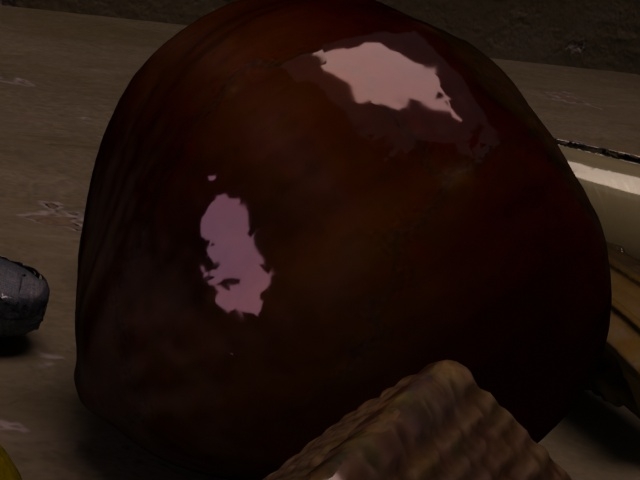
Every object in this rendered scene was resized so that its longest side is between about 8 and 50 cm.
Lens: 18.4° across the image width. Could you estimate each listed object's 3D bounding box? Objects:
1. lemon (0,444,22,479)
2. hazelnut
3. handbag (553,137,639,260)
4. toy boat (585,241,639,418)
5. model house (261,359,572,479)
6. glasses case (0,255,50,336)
[{"bbox_3d":[-0.229,0.145,0.861,0.248,0.184,0.184,6,13,9],"label":"lemon"},{"bbox_3d":[0.000,0.000,1.338,0.359,0.359,0.409,6,5,-23],"label":"hazelnut"},{"bbox_3d":[0.299,-0.008,1.956,0.358,0.160,0.237,14,-4,10],"label":"handbag"},{"bbox_3d":[0.162,0.049,1.692,0.162,0.136,0.445,-34,30,-17],"label":"toy boat"},{"bbox_3d":[0.081,0.195,0.765,0.321,0.266,0.261,17,18,18],"label":"model house"},{"bbox_3d":[-0.345,0.028,1.487,0.282,0.067,0.109,7,16,-13],"label":"glasses case"}]
